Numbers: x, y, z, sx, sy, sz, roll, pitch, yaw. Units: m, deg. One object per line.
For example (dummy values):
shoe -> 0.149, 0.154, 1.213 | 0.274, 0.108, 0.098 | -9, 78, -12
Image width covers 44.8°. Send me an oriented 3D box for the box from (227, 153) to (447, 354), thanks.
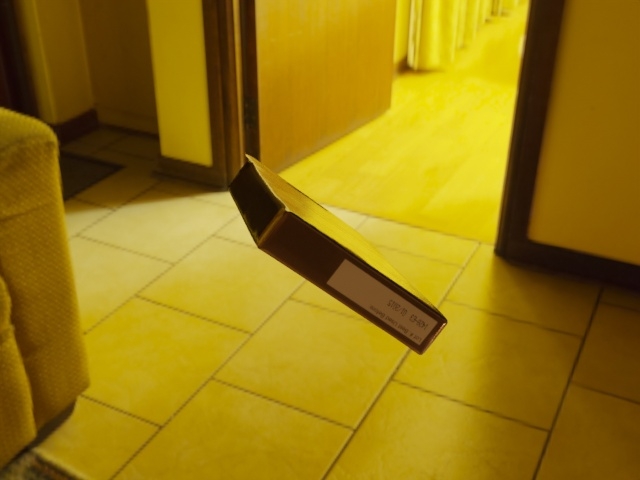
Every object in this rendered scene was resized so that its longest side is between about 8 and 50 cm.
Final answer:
box -> 0.000, 0.000, 0.595 | 0.136, 0.036, 0.225 | 34, 7, -19
